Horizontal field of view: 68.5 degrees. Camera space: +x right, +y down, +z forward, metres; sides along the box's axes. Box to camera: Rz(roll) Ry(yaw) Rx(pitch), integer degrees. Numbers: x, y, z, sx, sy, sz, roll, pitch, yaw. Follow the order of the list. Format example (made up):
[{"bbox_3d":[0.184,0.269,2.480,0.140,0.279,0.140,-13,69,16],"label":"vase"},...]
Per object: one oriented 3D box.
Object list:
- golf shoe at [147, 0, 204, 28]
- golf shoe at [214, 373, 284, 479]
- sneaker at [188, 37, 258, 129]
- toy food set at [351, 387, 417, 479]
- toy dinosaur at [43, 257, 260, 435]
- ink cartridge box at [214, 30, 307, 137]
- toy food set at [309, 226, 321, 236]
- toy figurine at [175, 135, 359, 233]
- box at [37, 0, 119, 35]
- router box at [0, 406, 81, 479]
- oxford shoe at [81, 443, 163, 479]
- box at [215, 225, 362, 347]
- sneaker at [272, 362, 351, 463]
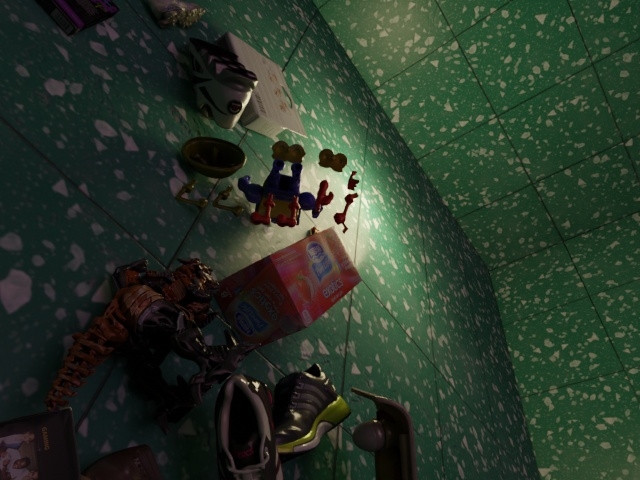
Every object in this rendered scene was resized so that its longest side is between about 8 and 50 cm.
[{"bbox_3d":[-0.343,-0.559,1.119,0.086,0.069,0.176,52,26,-8],"label":"golf shoe"},{"bbox_3d":[-0.094,0.309,0.603,0.120,0.105,0.273,90,-16,-63],"label":"golf shoe"},{"bbox_3d":[-0.247,-0.361,1.076,0.122,0.146,0.331,9,30,-29],"label":"sneaker"},{"bbox_3d":[0.094,0.421,0.817,0.220,0.092,0.307,116,-27,-74],"label":"toy food set"},{"bbox_3d":[-0.227,0.131,0.641,0.218,0.164,0.322,47,45,1],"label":"toy dinosaur"},{"bbox_3d":[-0.162,-0.416,1.321,0.238,0.060,0.275,8,59,-61],"label":"ink cartridge box"},{"bbox_3d":[0.000,0.000,1.272,0.083,0.020,0.083,44,32,-35],"label":"toy food set"},{"bbox_3d":[-0.117,-0.077,1.017,0.361,0.217,0.192,8,64,-7],"label":"toy figurine"},{"bbox_3d":[-0.451,-0.447,0.853,0.116,0.029,0.162,51,29,-25],"label":"box"},{"bbox_3d":[-0.257,0.281,0.265,0.242,0.080,0.309,9,61,-56],"label":"router box"},{"bbox_3d":[-0.144,0.388,0.484,0.132,0.129,0.364,-18,77,-59],"label":"oxford shoe"},{"bbox_3d":[-0.053,0.086,0.946,0.142,0.154,0.300,63,27,1],"label":"box"},{"bbox_3d":[-0.052,0.302,0.819,0.121,0.111,0.300,61,18,12],"label":"sneaker"}]
